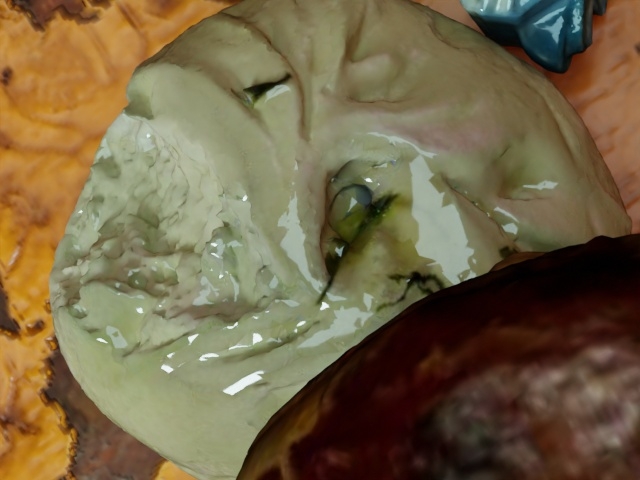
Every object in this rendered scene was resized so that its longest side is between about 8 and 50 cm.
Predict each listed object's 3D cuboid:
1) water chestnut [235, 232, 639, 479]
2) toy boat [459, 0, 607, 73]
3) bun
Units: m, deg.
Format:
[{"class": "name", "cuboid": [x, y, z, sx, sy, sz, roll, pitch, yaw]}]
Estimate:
[{"class": "water chestnut", "cuboid": [0.140, 0.165, 0.510, 0.335, 0.335, 0.347, -26, 48, 6]}, {"class": "toy boat", "cuboid": [0.074, -0.179, 0.684, 0.102, 0.088, 0.215, 8, 87, 14]}, {"class": "bun", "cuboid": [0.000, 0.000, 0.664, 0.237, 0.116, 0.210, -18, 82, 6]}]
